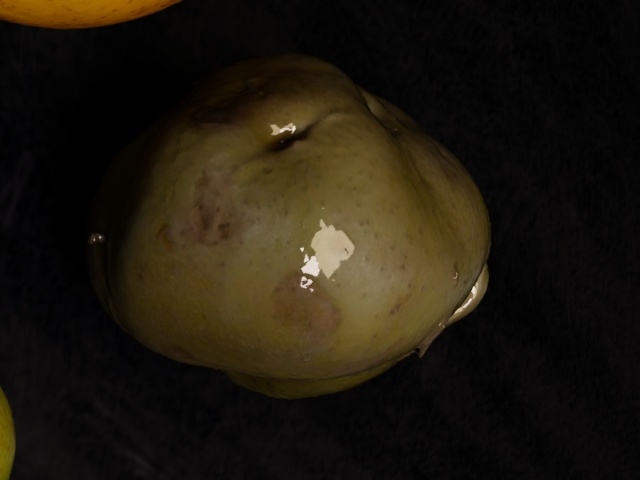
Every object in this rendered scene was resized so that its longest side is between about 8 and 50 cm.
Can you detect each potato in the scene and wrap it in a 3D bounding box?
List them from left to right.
[{"bbox_3d":[-0.002,-0.003,1.026,0.351,0.218,0.202,15,66,-59],"label":"potato"}]

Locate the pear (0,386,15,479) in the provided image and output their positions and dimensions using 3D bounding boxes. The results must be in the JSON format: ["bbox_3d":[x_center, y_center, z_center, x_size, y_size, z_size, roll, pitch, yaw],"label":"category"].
[{"bbox_3d":[-0.228,0.116,0.832,0.216,0.166,0.180,2,85,-77],"label":"pear"}]

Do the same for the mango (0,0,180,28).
[{"bbox_3d":[-0.139,-0.206,0.851,0.290,0.160,0.191,-12,118,-45],"label":"mango"}]
